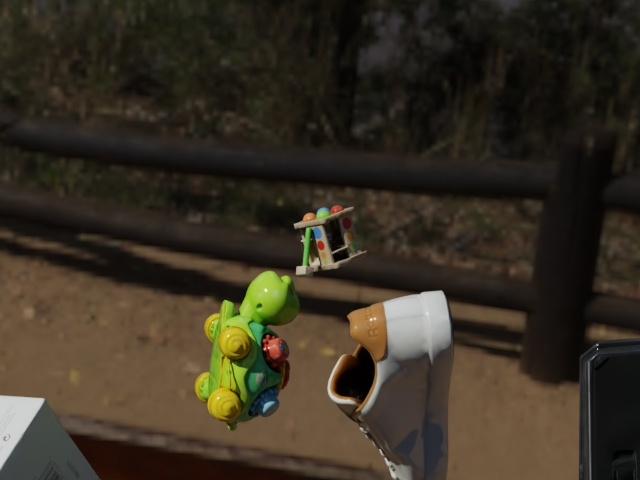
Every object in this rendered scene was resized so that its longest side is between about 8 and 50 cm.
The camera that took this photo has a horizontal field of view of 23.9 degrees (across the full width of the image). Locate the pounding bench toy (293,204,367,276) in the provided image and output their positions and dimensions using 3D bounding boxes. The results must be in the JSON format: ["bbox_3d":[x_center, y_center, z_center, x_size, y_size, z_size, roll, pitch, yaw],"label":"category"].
[{"bbox_3d":[0.000,0.000,1.697,0.052,0.065,0.083,-10,9,46],"label":"pounding bench toy"}]

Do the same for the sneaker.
[{"bbox_3d":[0.067,0.170,1.549,0.123,0.290,0.106,-6,37,-5],"label":"sneaker"}]

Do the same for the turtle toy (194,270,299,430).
[{"bbox_3d":[-0.055,0.087,1.195,0.066,0.130,0.095,9,4,-14],"label":"turtle toy"}]

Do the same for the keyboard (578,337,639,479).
[{"bbox_3d":[0.346,0.162,1.099,0.317,0.201,0.033,-2,8,-1],"label":"keyboard"}]

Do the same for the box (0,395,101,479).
[{"bbox_3d":[-0.289,0.204,1.284,0.170,0.130,0.091,1,44,31],"label":"box"}]
